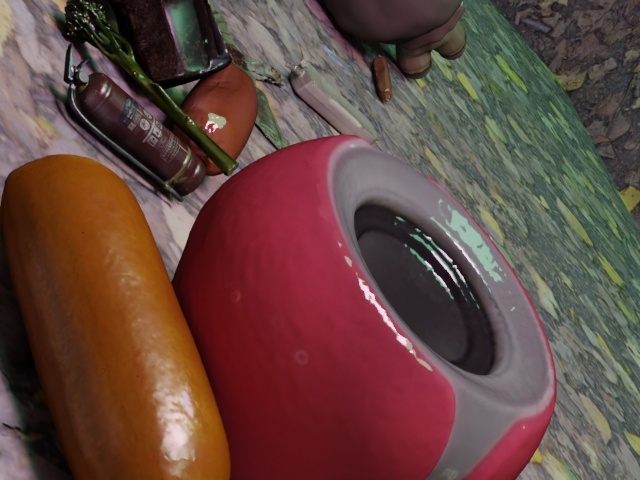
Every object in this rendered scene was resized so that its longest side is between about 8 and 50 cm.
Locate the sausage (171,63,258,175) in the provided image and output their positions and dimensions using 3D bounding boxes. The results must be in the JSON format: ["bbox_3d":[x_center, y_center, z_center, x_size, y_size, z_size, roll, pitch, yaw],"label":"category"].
[{"bbox_3d":[-0.098,-0.119,1.282,0.077,0.077,0.194,49,18,-15],"label":"sausage"}]

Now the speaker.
[{"bbox_3d":[0.023,0.067,0.949,0.294,0.294,0.294,46,20,-23],"label":"speaker"}]

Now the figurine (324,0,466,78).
[{"bbox_3d":[0.132,-0.383,2.117,0.380,0.248,0.203,43,41,-63],"label":"figurine"}]

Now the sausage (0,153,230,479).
[{"bbox_3d":[-0.133,0.063,0.841,0.105,0.105,0.274,28,32,-54],"label":"sausage"}]

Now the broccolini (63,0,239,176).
[{"bbox_3d":[-0.150,-0.139,1.174,0.218,0.042,0.044,44,14,13],"label":"broccolini"}]

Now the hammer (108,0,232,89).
[{"bbox_3d":[-0.162,-0.305,1.393,0.409,0.095,0.242,-85,158,-74],"label":"hammer"}]

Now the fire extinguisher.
[{"bbox_3d":[-0.164,-0.096,1.131,0.158,0.043,0.064,41,44,-34],"label":"fire extinguisher"}]

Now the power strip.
[{"bbox_3d":[0.014,-0.176,1.722,0.191,0.030,0.047,38,26,-40],"label":"power strip"}]

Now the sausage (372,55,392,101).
[{"bbox_3d":[0.097,-0.251,2.064,0.026,0.026,0.116,44,21,-27],"label":"sausage"}]

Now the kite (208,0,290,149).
[{"bbox_3d":[-0.109,-0.219,1.527,0.268,0.013,0.323,20,39,-59],"label":"kite"}]
